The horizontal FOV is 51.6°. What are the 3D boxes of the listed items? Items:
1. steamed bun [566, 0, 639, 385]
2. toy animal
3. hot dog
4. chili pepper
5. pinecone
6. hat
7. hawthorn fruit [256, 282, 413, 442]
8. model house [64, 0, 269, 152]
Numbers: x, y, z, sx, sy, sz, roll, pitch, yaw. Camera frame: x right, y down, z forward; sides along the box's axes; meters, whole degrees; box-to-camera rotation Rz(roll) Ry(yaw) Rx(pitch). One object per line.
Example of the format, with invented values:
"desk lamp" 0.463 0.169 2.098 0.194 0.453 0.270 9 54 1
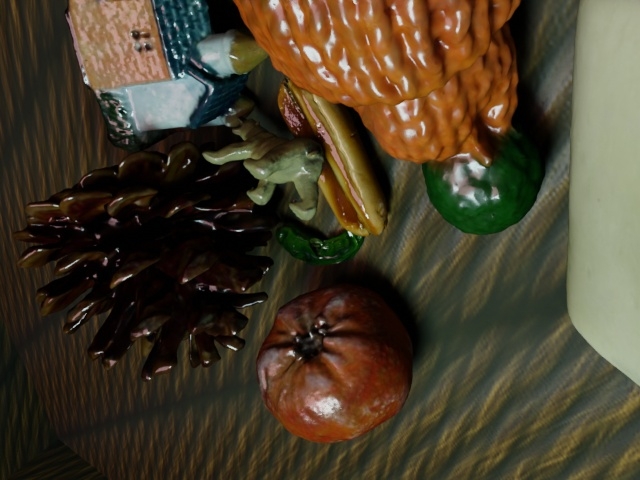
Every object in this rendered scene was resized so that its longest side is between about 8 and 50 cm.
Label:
"steamed bun" 0.381 -0.030 0.427 0.455 0.290 0.371 14 125 38
"toy animal" -0.068 -0.111 0.894 0.218 0.101 0.103 20 157 52
"hot dog" 0.024 -0.120 0.897 0.250 0.068 0.100 62 154 -8
"chili pepper" 0.003 0.006 1.028 0.182 0.050 0.073 -3 110 44
"pinecone" -0.244 0.031 1.021 0.397 0.397 0.398 26 134 30
"hat" 0.114 -0.201 0.671 0.285 0.285 0.400 3 151 44
"hawthorn fruit" 0.038 0.202 1.020 0.241 0.242 0.272 18 162 36
"model house" -0.183 -0.260 0.945 0.291 0.184 0.253 5 116 27
